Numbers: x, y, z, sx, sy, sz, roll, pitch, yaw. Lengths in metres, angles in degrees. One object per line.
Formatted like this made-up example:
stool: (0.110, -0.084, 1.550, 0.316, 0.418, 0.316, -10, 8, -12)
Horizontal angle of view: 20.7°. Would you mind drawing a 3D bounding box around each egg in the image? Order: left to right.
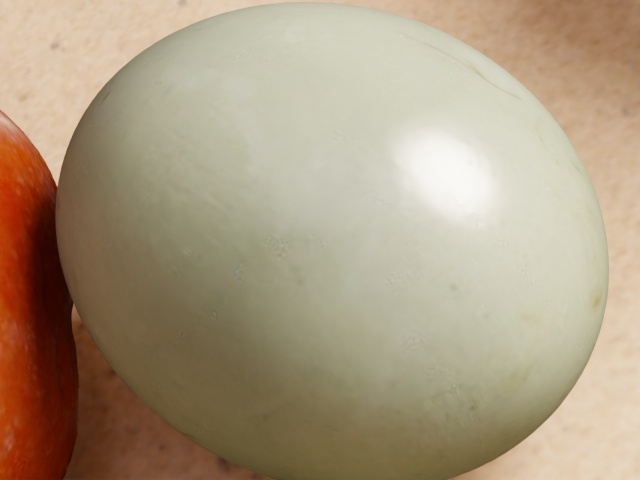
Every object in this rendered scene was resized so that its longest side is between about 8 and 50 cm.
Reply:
egg: (0.000, 0.000, 0.553, 0.192, 0.149, 0.149, 21, 67, 41)

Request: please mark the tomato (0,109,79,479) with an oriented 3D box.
tomato: (-0.196, 0.038, 0.590, 0.232, 0.188, 0.232, -13, 54, 19)
